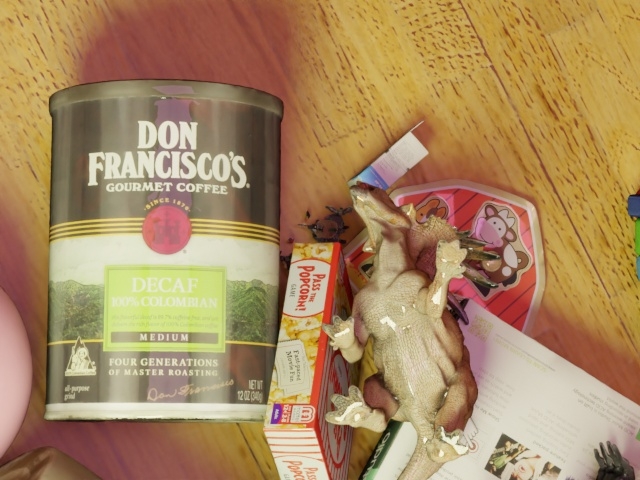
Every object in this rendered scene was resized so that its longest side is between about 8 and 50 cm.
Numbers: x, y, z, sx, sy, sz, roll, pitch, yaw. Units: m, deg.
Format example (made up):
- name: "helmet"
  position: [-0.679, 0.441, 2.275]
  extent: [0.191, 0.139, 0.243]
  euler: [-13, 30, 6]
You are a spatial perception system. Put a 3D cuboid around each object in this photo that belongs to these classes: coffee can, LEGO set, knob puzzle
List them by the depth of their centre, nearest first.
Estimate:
- name: "coffee can"
  position: [-0.132, 0.016, 1.581]
  extent: [0.201, 0.201, 0.275]
  euler: [1, 84, -13]
- name: "LEGO set"
  position: [-0.002, -0.001, 1.706]
  extent: [0.083, 0.023, 0.054]
  euler: [-23, 67, 2]
- name: "knob puzzle"
  position: [0.130, 0.027, 1.727]
  extent: [0.213, 0.030, 0.213]
  euler: [2, 83, -12]

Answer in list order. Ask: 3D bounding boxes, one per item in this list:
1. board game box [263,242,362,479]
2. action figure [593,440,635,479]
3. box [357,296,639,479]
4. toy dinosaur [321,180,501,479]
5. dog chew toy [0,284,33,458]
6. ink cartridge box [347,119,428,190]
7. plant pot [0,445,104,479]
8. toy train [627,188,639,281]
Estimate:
- name: "board game box"
  position: [-0.003, 0.122, 1.587]
  extent: [0.045, 0.147, 0.193]
  euler: [-1, 51, 12]
- name: "action figure"
  position: [0.179, 0.259, 1.525]
  extent: [0.275, 0.164, 0.141]
  euler: [-38, 106, -31]
- name: "box"
  position: [0.147, 0.244, 1.632]
  extent: [0.232, 0.058, 0.322]
  euler: [32, 67, -5]
- name: "toy dinosaur"
  position: [0.087, 0.092, 1.576]
  extent: [0.127, 0.200, 0.296]
  euler: [-4, 91, 16]
- name: "dog chew toy"
  position: [-0.393, 0.109, 1.440]
  extent: [0.331, 0.206, 0.207]
  euler: [-2, 83, -40]
- name: "ink cartridge box"
  position: [0.068, -0.072, 1.714]
  extent: [0.083, 0.048, 0.028]
  euler: [-41, 94, -14]
- name: "plant pot"
  position: [-0.194, 0.325, 1.450]
  extent: [0.323, 0.323, 0.280]
  euler: [-41, 102, -14]
- name: "toy train"
  position: [0.416, 0.017, 1.763]
  extent: [0.248, 0.105, 0.143]
  euler: [-1, 94, -13]
